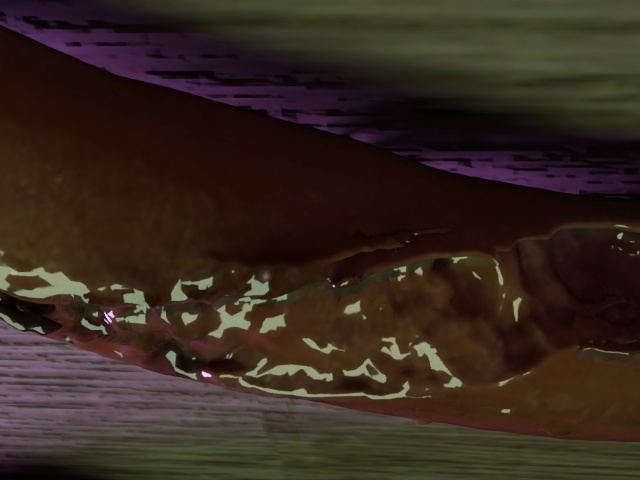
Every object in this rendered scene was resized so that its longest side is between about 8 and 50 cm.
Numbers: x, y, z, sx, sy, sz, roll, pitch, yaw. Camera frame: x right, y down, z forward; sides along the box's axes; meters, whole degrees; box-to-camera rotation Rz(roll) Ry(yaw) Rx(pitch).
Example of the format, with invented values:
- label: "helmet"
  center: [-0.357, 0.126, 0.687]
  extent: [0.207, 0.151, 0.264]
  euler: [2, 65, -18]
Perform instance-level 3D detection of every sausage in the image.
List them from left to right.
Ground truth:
- label: "sausage"
  center: [-0.002, 0.001, 0.379]
  extent: [0.326, 0.079, 0.087]
  euler: [14, 127, -22]
